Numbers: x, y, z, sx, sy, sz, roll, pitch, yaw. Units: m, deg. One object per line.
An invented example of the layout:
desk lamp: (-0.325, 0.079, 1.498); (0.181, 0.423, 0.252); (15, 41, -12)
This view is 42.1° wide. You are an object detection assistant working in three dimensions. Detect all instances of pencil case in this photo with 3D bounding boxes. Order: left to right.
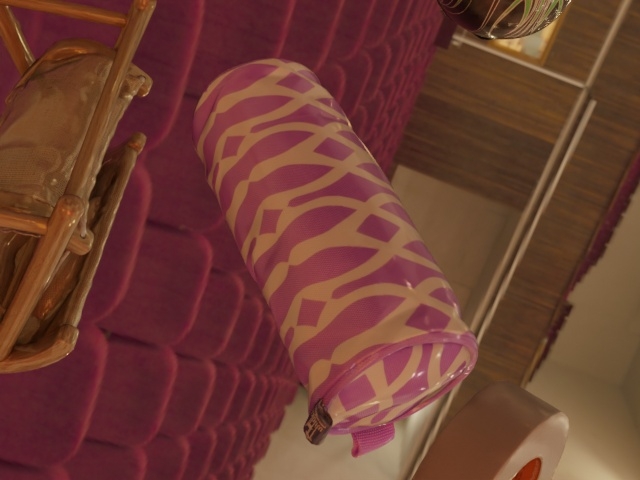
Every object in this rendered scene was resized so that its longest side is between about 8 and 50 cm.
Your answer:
pencil case: (0.000, 0.000, 0.414); (0.088, 0.087, 0.206); (103, -30, -50)

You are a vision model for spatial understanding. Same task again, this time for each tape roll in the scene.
tape roll: (0.176, 0.260, 0.891); (0.219, 0.072, 0.219); (-33, 139, -34)

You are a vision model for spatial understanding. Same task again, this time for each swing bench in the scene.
swing bench: (-0.247, -0.051, 0.705); (0.254, 0.165, 0.253); (107, -8, -51)

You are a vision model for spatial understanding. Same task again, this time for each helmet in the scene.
helmet: (0.212, -0.311, 0.922); (0.169, 0.170, 0.161); (-68, -158, -3)
